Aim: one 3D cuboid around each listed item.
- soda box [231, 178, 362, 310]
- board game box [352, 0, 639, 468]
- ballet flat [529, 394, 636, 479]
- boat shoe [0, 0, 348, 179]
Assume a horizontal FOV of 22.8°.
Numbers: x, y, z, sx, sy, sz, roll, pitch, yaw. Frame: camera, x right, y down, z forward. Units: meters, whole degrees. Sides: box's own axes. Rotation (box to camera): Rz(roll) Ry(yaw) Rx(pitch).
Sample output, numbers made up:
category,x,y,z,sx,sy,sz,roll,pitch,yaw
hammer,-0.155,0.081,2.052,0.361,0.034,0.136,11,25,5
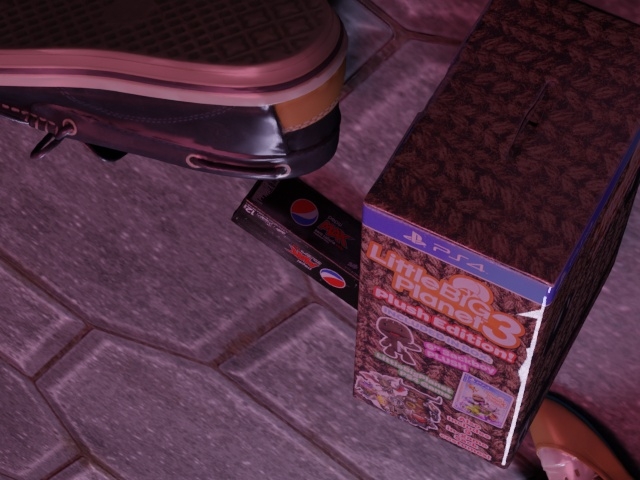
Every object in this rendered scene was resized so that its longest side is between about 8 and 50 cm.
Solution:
category,x,y,z,sx,sy,sz,roll,pitch,yaw
soda box,0.000,0.000,1.549,0.169,0.053,0.060,36,152,-3
board game box,0.141,-0.006,1.206,0.141,0.232,0.291,25,151,14
ballet flat,0.282,0.253,1.630,0.232,0.073,0.080,44,152,-18
boat shoe,-0.198,-0.153,1.386,0.500,0.186,0.156,12,139,26
